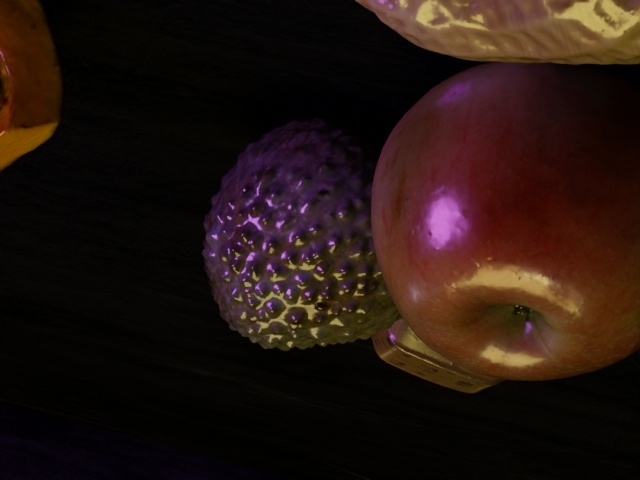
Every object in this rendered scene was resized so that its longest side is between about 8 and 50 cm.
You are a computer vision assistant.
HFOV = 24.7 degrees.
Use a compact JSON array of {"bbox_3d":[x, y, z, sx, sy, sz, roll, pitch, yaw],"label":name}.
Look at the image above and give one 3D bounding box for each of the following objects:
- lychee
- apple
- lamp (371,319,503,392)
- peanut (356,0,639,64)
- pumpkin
[{"bbox_3d":[0.000,0.000,1.583,0.255,0.274,0.255,35,164,12],"label":"lychee"},{"bbox_3d":[0.202,-0.013,1.373,0.319,0.277,0.319,16,157,7],"label":"apple"},{"bbox_3d":[0.162,0.102,1.847,0.185,0.161,0.161,24,157,-14],"label":"lamp"},{"bbox_3d":[0.153,-0.211,1.128,0.325,0.140,0.153,10,167,18],"label":"peanut"},{"bbox_3d":[-0.415,-0.183,1.436,0.303,0.256,0.225,4,166,-43],"label":"pumpkin"}]
